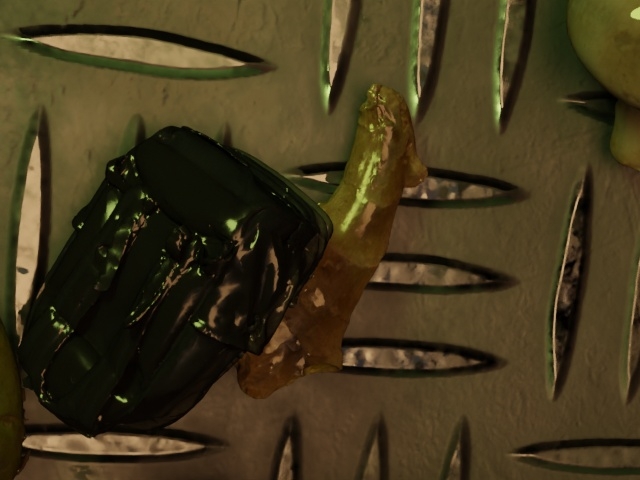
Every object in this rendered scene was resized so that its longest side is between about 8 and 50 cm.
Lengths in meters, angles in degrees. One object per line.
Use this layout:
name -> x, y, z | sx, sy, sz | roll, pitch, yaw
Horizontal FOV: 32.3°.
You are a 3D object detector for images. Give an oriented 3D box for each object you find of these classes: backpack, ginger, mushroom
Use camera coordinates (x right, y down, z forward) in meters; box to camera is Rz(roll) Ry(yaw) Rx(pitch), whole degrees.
backpack -> -0.128, 0.037, 0.872 | 0.258, 0.206, 0.133 | -54, 148, 1
ginger -> 0.000, 0.000, 0.959 | 0.131, 0.086, 0.294 | 27, 80, -5
mushroom -> 0.329, -0.172, 0.981 | 0.206, 0.206, 0.209 | -39, 127, -8

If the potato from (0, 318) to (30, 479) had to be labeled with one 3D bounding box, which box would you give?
potato -> -0.316, 0.097, 0.862 | 0.149, 0.113, 0.251 | -25, 94, -4
